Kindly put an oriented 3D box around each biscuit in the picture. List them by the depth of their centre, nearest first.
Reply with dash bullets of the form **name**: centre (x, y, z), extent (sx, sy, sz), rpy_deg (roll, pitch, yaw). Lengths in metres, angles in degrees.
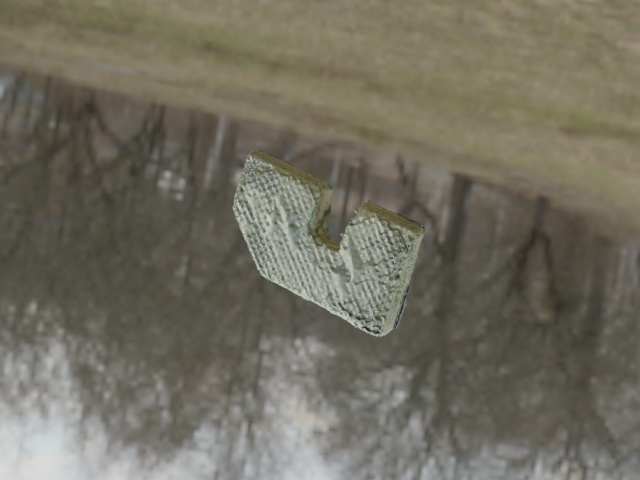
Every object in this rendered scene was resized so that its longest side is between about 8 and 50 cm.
- **biscuit**: centre (0.000, 0.000, 1.950), extent (0.250, 0.147, 0.046), rpy_deg (28, -156, 21)
